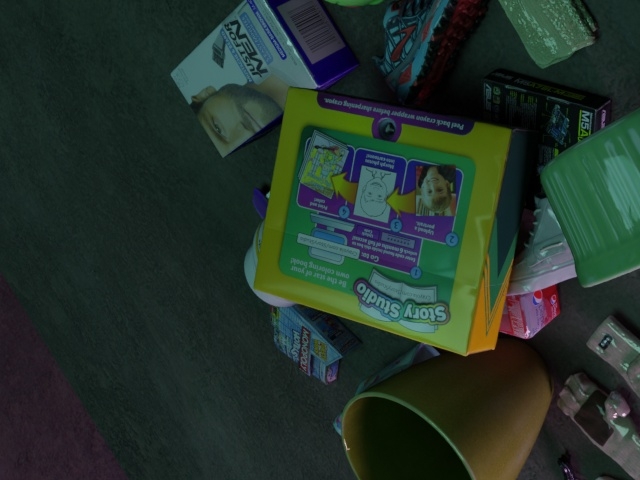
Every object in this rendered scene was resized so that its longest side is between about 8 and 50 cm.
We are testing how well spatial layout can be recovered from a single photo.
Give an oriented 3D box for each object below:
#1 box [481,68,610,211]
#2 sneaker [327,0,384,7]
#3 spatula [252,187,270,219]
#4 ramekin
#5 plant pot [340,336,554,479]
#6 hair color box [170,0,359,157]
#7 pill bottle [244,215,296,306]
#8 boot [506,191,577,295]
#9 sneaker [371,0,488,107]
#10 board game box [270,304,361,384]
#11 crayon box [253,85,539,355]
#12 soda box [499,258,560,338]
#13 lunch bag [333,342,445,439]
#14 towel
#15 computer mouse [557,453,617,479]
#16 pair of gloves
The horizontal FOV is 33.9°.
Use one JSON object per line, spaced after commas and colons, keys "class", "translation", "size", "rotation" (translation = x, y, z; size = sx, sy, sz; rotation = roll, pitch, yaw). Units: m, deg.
{"class": "box", "translation": [0.309, -0.128, 1.464], "size": [0.184, 0.045, 0.190], "rotation": [21, 131, 36]}
{"class": "sneaker", "translation": [-0.050, -0.529, 1.509], "size": [0.483, 0.185, 0.202], "rotation": [39, 123, 18]}
{"class": "spatula", "translation": [-0.073, -0.112, 1.933], "size": [0.084, 0.030, 0.296], "rotation": [49, 144, 15]}
{"class": "ramekin", "translation": [0.400, -0.079, 1.188], "size": [0.303, 0.303, 0.148], "rotation": [-35, 81, 54]}
{"class": "plant pot", "translation": [0.230, 0.280, 1.649], "size": [0.275, 0.293, 0.274], "rotation": [30, 137, 33]}
{"class": "hair color box", "translation": [-0.104, -0.289, 1.774], "size": [0.185, 0.110, 0.339], "rotation": [58, 146, -3]}
{"class": "pill bottle", "translation": [0.000, 0.000, 1.799], "size": [0.188, 0.188, 0.334], "rotation": [56, 145, 2]}
{"class": "boot", "translation": [0.322, -0.009, 1.443], "size": [0.258, 0.095, 0.123], "rotation": [-23, 93, 46]}
{"class": "sneaker", "translation": [0.138, -0.304, 1.481], "size": [0.125, 0.104, 0.262], "rotation": [48, 143, 16]}
{"class": "board game box", "translation": [-0.013, 0.199, 2.073], "size": [0.194, 0.060, 0.194], "rotation": [34, 138, 30]}
{"class": "crayon box", "translation": [0.099, -0.036, 1.500], "size": [0.363, 0.106, 0.313], "rotation": [16, 101, 31]}
{"class": "soda box", "translation": [0.240, 0.072, 1.652], "size": [0.263, 0.092, 0.083], "rotation": [15, 128, 44]}
{"class": "lunch bag", "translation": [0.189, 0.342, 1.867], "size": [0.262, 0.160, 0.223], "rotation": [45, 141, -3]}
{"class": "towel", "translation": [0.289, -0.304, 1.369], "size": [0.110, 0.027, 0.148], "rotation": [-27, 95, 53]}
{"class": "computer mouse", "translation": [0.468, 0.416, 1.687], "size": [0.193, 0.042, 0.106], "rotation": [11, 123, 45]}
{"class": "pair of gloves", "translation": [0.465, 0.242, 1.563], "size": [0.204, 0.042, 0.240], "rotation": [41, 140, 26]}
